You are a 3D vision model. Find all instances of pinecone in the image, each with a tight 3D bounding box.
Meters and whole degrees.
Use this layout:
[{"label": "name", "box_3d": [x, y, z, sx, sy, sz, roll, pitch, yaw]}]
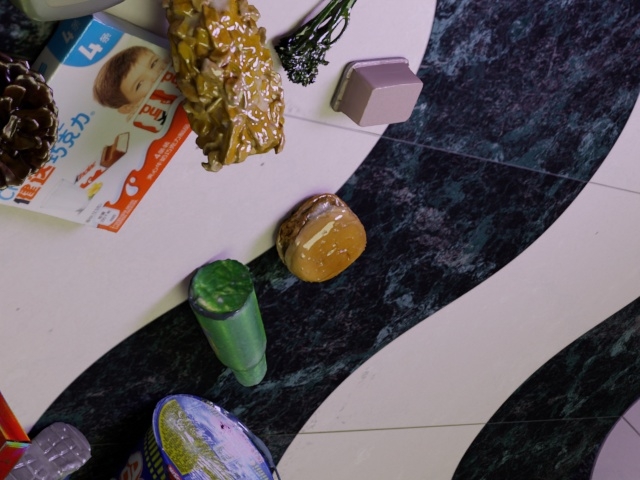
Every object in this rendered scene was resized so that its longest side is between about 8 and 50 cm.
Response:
[{"label": "pinecone", "box_3d": [-0.364, -0.125, 1.483, 0.163, 0.165, 0.162, -8, 113, -18]}]

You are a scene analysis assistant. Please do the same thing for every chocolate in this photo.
[{"label": "chocolate", "box_3d": [-0.135, 0.146, 2.145, 0.110, 0.110, 0.291, -33, 150, -13]}]

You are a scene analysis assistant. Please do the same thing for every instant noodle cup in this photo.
[{"label": "instant noodle cup", "box_3d": [-0.261, 0.458, 2.255, 0.312, 0.284, 0.284, -46, 149, 21]}]

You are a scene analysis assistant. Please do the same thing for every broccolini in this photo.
[{"label": "broccolini", "box_3d": [0.020, -0.294, 1.812, 0.201, 0.058, 0.074, -45, 155, 8]}]

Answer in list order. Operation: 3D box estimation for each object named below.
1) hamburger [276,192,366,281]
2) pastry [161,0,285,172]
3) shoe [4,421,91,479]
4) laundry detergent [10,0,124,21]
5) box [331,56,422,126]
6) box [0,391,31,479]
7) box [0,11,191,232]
[{"label": "hamburger", "box_3d": [0.000, 0.000, 2.124, 0.138, 0.083, 0.147, -37, 145, 1]}, {"label": "pastry", "box_3d": [-0.113, -0.215, 1.654, 0.154, 0.102, 0.250, -36, 123, -47]}, {"label": "shoe", "box_3d": [-0.454, 0.372, 2.061, 0.125, 0.099, 0.227, -45, 175, 38]}, {"label": "laundry detergent", "box_3d": [-0.252, -0.361, 1.414, 0.181, 0.091, 0.253, -18, 141, -34]}, {"label": "box", "box_3d": [0.087, -0.215, 1.975, 0.122, 0.062, 0.089, -12, 138, -40]}, {"label": "box", "box_3d": [-0.474, 0.253, 1.837, 0.112, 0.175, 0.048, -51, 145, 16]}, {"label": "box", "box_3d": [-0.278, -0.144, 1.687, 0.273, 0.048, 0.265, -52, 146, 16]}]
